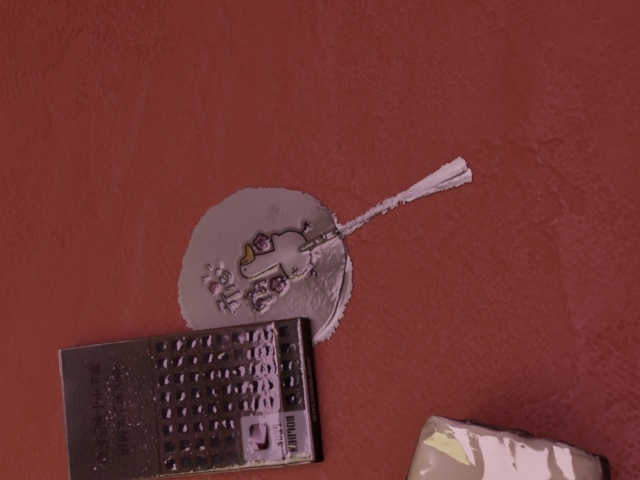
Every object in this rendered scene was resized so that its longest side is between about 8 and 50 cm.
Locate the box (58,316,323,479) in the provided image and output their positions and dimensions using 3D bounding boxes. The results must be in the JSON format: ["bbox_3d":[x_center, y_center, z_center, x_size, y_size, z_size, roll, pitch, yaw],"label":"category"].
[{"bbox_3d":[-0.165,0.204,1.607,0.325,0.047,0.180,-8,81,13],"label":"box"}]

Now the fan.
[{"bbox_3d":[0.000,0.000,1.622,0.415,0.012,0.233,-30,75,8],"label":"fan"}]

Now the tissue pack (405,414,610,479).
[{"bbox_3d":[0.178,0.385,1.361,0.207,0.297,0.380,11,82,16],"label":"tissue pack"}]
